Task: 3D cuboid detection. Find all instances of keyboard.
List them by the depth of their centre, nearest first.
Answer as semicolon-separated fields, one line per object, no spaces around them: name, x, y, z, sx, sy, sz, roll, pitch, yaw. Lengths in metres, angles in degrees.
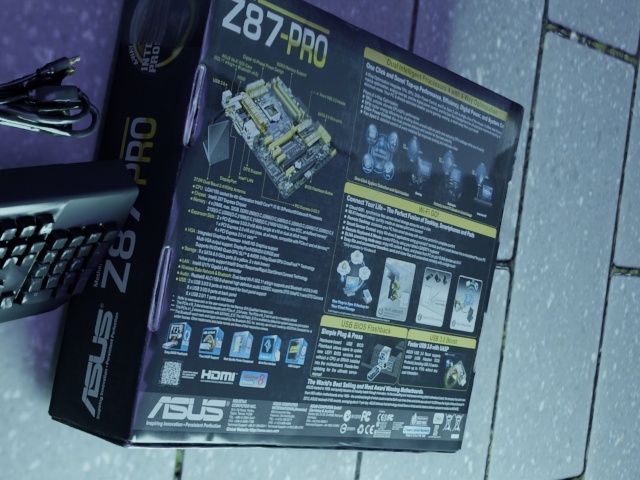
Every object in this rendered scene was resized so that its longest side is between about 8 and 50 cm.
keyboard;-0.223;-0.006;0.599;0.317;0.033;0.201;-13;140;-48

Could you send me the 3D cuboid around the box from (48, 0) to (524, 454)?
box;0.000;0.000;0.887;0.395;0.097;0.318;13;89;-50
